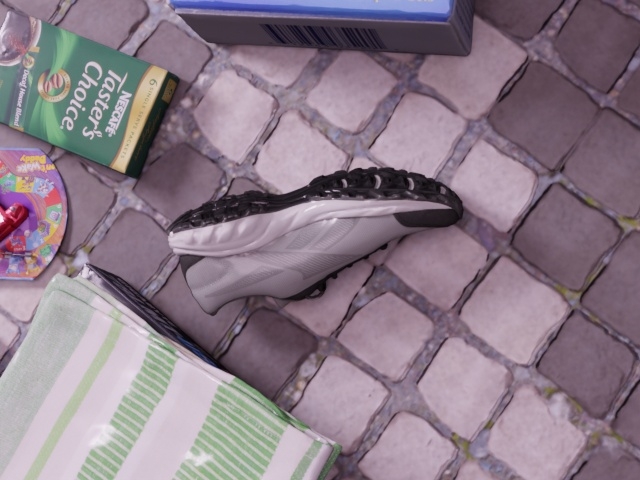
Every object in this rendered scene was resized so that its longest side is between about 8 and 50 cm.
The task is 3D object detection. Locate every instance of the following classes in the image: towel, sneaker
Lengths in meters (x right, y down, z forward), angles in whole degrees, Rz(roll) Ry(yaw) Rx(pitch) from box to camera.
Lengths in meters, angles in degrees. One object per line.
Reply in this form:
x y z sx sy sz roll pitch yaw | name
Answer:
-0.168 0.201 1.320 0.324 0.038 0.248 28 89 26 | towel
0.000 0.000 1.398 0.271 0.100 0.108 -12 106 6 | sneaker

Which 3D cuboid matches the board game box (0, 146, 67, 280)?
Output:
-0.334 -0.031 1.480 0.168 0.033 0.133 2 80 7 | board game box

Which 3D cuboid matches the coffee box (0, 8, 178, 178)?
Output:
-0.242 -0.145 1.479 0.184 0.040 0.113 24 88 13 | coffee box

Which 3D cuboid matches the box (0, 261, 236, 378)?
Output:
-0.193 0.220 1.383 0.295 0.073 0.293 37 91 25 | box

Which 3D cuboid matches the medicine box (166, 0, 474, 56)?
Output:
0.014 -0.329 1.396 0.263 0.149 0.289 4 85 11 | medicine box
